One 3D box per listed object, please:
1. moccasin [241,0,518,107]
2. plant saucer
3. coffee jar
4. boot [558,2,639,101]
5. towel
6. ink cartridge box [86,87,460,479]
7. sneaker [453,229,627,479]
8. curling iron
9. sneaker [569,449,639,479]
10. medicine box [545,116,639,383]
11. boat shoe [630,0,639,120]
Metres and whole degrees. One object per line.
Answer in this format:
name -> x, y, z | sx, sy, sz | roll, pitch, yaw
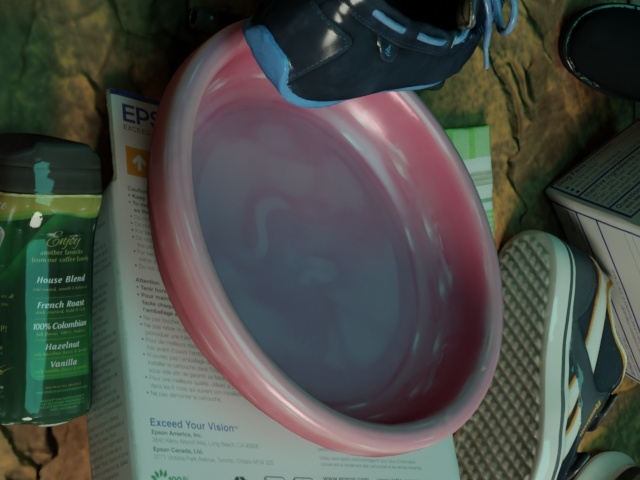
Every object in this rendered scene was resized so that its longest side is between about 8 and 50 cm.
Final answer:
moccasin -> 0.080, -0.179, 0.920 | 0.138, 0.117, 0.342 | 53, 35, -3
plant saucer -> 0.000, 0.000, 0.894 | 0.332, 0.084, 0.332 | 23, 55, -37
coffee jar -> -0.192, 0.022, 0.795 | 0.079, 0.096, 0.184 | -2, 99, -45
boot -> 0.367, -0.156, 1.141 | 0.246, 0.207, 0.094 | 20, 98, -10
towel -> 0.118, -0.028, 1.121 | 0.113, 0.023, 0.152 | -10, 101, -43
ink cartridge box -> -0.035, 0.076, 0.932 | 0.324, 0.071, 0.330 | 13, 60, -42
sneaker -> 0.216, 0.160, 1.164 | 0.127, 0.126, 0.321 | 19, 82, -36
curling iron -> 0.009, -0.163, 0.993 | 0.274, 0.035, 0.068 | -1, 76, -37
sneaker -> 0.293, 0.424, 1.186 | 0.169, 0.257, 0.447 | 48, 65, -36
medicine box -> 0.398, 0.045, 1.190 | 0.149, 0.289, 0.263 | -37, 121, -14
boat shoe -> 0.408, -0.146, 1.305 | 0.108, 0.102, 0.301 | -22, 111, -38
